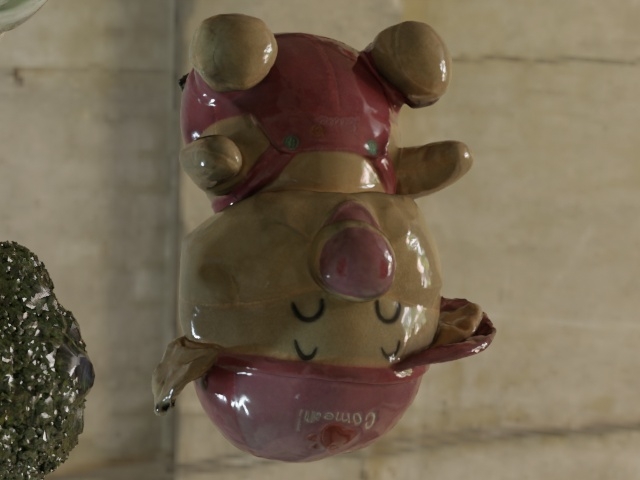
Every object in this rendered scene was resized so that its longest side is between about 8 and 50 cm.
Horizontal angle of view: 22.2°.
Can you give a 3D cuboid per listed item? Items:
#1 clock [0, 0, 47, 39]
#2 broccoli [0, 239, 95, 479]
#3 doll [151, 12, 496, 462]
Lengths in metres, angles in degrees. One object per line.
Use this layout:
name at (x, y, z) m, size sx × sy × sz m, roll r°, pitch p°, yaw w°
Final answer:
clock at (-0.122, -0.124, 0.483) m, size 0.062 × 0.191 × 0.151 m, roll 5°, pitch 154°, yaw 22°
broccoli at (-0.183, 0.063, 0.852) m, size 0.138 × 0.146 × 0.162 m, roll -2°, pitch -125°, yaw 20°
doll at (-0.001, -0.001, 0.944) m, size 0.196 × 0.256 × 0.152 m, roll -4°, pitch 170°, yaw 7°
